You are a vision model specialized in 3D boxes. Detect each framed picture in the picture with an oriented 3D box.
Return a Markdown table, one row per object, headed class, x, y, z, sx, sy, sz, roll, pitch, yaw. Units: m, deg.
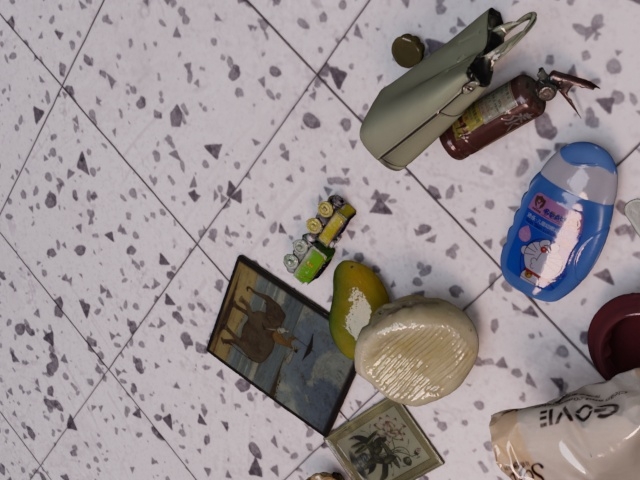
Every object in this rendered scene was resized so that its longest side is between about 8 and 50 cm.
| class | x | y | z | sx | sy | sz | roll | pitch | yaw |
| --- | --- | --- | --- | --- | --- | --- | --- | --- | --- |
| framed picture | -0.078 | 0.221 | 1.806 | 0.347 | 0.016 | 0.265 | 33 | 118 | 21 |
| framed picture | 0.124 | 0.425 | 1.744 | 0.231 | 0.010 | 0.173 | -42 | 80 | 36 |

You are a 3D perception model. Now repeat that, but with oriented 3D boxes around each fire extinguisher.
| class | x | y | z | sx | sy | sz | roll | pitch | yaw |
| --- | --- | --- | --- | --- | --- | --- | --- | --- | --- |
| fire extinguisher | 0.318 | -0.209 | 1.382 | 0.252 | 0.106 | 0.075 | -29 | 46 | 36 |

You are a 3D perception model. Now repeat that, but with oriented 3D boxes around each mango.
| class | x | y | z | sx | sy | sz | roll | pitch | yaw |
| --- | --- | --- | --- | --- | --- | --- | --- | --- | --- |
| mango | 0.075 | 0.136 | 1.635 | 0.122 | 0.085 | 0.191 | 12 | 108 | 35 |

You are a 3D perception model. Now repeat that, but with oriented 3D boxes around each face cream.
| class | x | y | z | sx | sy | sz | roll | pitch | yaw |
| --- | --- | --- | --- | --- | --- | --- | --- | --- | --- |
| face cream | 0.387 | -0.033 | 1.371 | 0.149 | 0.083 | 0.264 | 28 | 119 | 21 |

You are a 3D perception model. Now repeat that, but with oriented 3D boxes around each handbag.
| class | x | y | z | sx | sy | sz | roll | pitch | yaw |
| --- | --- | --- | --- | --- | --- | --- | --- | --- | --- |
| handbag | 0.200 | -0.261 | 1.340 | 0.109 | 0.241 | 0.315 | 37 | 132 | -11 |

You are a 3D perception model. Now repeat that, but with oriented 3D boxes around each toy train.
| class | x | y | z | sx | sy | sz | roll | pitch | yaw |
| --- | --- | --- | --- | --- | --- | --- | --- | --- | --- |
| toy train | 0.000 | 0.000 | 1.662 | 0.081 | 0.060 | 0.202 | 40 | 123 | 9 |

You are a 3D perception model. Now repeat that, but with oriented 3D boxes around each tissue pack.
| class | x | y | z | sx | sy | sz | roll | pitch | yaw |
| --- | --- | --- | --- | --- | --- | --- | --- | --- | --- |
| tissue pack | 0.491 | 0.343 | 1.313 | 0.376 | 0.195 | 0.390 | -27 | 119 | 36 |

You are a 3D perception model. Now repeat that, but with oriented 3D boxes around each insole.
| class | x | y | z | sx | sy | sz | roll | pitch | yaw |
| --- | --- | --- | --- | --- | --- | --- | --- | --- | --- |
| insole | 0.527 | 0.001 | 1.336 | 0.053 | 0.002 | 0.152 | -37 | 83 | 37 |

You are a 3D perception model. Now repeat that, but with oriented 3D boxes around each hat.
| class | x | y | z | sx | sy | sz | roll | pitch | yaw |
| --- | --- | --- | --- | --- | --- | --- | --- | --- | --- |
| hat | 0.522 | 0.166 | 1.341 | 0.205 | 0.089 | 0.205 | 13 | 118 | 27 |

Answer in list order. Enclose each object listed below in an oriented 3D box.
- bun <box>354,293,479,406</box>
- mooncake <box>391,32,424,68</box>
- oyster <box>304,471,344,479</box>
| class | x | y | z | sx | sy | sz | roll | pitch | yaw |
| --- | --- | --- | --- | --- | --- | --- | --- | --- | --- |
| bun | 0.169 | 0.183 | 1.550 | 0.231 | 0.133 | 0.231 | 1 | 124 | 1 |
| mooncake | 0.107 | -0.466 | 1.437 | 0.150 | 0.057 | 0.346 | 7 | 106 | 19 |
| oyster | 0.053 | 0.571 | 1.796 | 0.233 | 0.107 | 0.161 | 44 | 129 | -6 |
